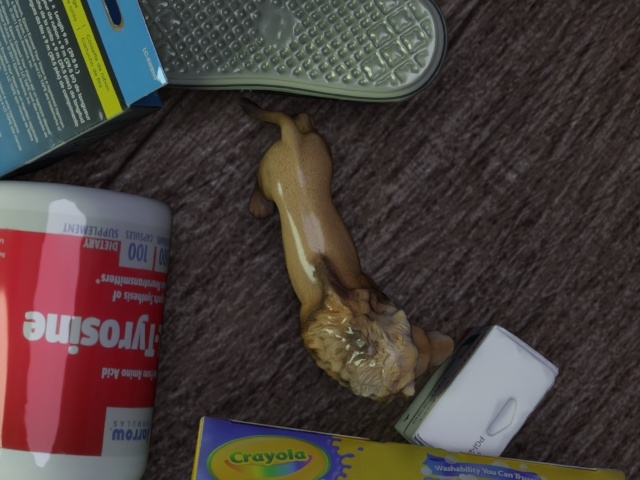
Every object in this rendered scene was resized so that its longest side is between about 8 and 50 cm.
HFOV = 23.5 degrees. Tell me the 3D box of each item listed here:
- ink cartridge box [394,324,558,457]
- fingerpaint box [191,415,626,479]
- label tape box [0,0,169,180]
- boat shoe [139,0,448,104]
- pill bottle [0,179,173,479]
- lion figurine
[{"bbox_3d":[0.170,0.181,1.723,0.092,0.218,0.158,37,85,-1],"label":"ink cartridge box"},{"bbox_3d":[0.067,0.388,1.630,0.445,0.371,0.163,8,43,-4],"label":"fingerpaint box"},{"bbox_3d":[-0.280,-0.227,1.674,0.334,0.106,0.240,-21,89,39],"label":"label tape box"},{"bbox_3d":[-0.093,-0.252,1.765,0.500,0.156,0.186,12,92,12],"label":"boat shoe"},{"bbox_3d":[-0.293,0.148,1.689,0.229,0.229,0.407,6,87,-4],"label":"pill bottle"},{"bbox_3d":[0.000,0.000,1.710,0.142,0.240,0.392,-28,89,-5],"label":"lion figurine"}]
